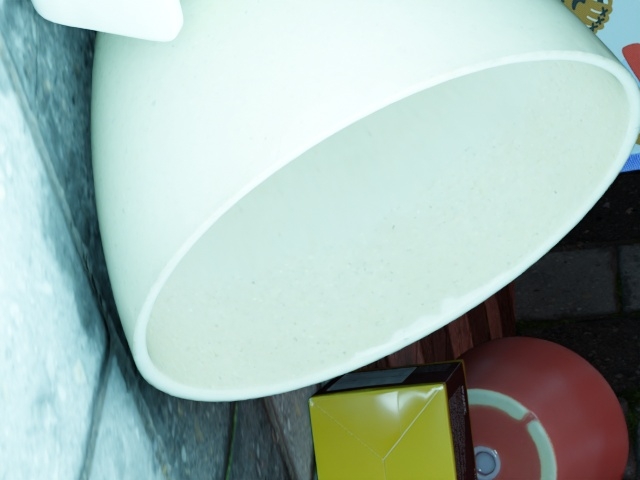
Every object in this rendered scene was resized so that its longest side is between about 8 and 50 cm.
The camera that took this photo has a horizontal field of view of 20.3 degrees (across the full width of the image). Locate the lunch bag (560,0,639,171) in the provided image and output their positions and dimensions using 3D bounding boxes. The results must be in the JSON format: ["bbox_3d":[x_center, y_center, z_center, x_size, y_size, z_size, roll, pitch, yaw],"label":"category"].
[{"bbox_3d":[0.117,-0.204,1.590,0.239,0.385,0.328,-161,-120,-71],"label":"lunch bag"}]

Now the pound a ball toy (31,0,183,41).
[{"bbox_3d":[-0.151,-0.231,0.849,0.208,0.136,0.319,-59,150,-30],"label":"pound a ball toy"}]

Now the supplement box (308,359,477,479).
[{"bbox_3d":[0.079,0.226,1.731,0.194,0.129,0.191,-21,104,-79],"label":"supplement box"}]

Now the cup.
[{"bbox_3d":[-0.007,-0.091,1.082,0.237,0.331,0.331,61,1,24],"label":"cup"}]

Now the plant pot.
[{"bbox_3d":[0.230,0.264,2.239,0.243,0.275,0.275,-8,92,-70],"label":"plant pot"}]
